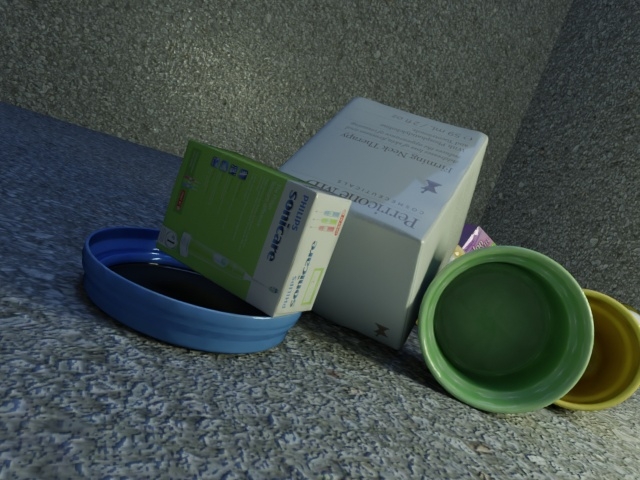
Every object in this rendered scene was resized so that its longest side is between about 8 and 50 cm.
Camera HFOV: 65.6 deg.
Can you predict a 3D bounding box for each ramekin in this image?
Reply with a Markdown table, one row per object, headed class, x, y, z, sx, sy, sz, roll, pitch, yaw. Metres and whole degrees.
| class | x | y | z | sx | sy | sz | roll | pitch | yaw |
| --- | --- | --- | --- | --- | --- | --- | --- | --- | --- |
| ramekin | 0.340 | 0.161 | 0.960 | 0.303 | 0.303 | 0.148 | 22 | 3 | 10 |

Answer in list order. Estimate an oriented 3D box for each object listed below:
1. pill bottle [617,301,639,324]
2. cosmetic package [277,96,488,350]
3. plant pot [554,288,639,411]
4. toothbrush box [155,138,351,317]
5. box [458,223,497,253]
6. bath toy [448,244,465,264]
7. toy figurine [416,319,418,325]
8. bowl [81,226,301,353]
| class | x | y | z | sx | sy | sz | roll | pitch | yaw |
| --- | --- | --- | --- | --- | --- | --- | --- | --- | --- |
| pill bottle | 1.071 | 0.329 | 1.782 | 0.188 | 0.188 | 0.334 | 25 | 12 | 26 |
| cosmetic package | 0.123 | -0.052 | 1.089 | 0.329 | 0.327 | 0.394 | 22 | 48 | 20 |
| plant pot | 0.574 | 0.252 | 1.132 | 0.254 | 0.254 | 0.239 | 25 | -5 | 26 |
| toothbrush box | -0.121 | -0.027 | 0.850 | 0.283 | 0.206 | 0.122 | 25 | 10 | 29 |
| box | 0.519 | 0.053 | 1.736 | 0.243 | 0.117 | 0.213 | 41 | -7 | -23 |
| bath toy | 0.442 | 0.124 | 1.571 | 0.348 | 0.151 | 0.129 | 40 | -6 | -17 |
| toy figurine | 0.323 | 0.130 | 1.420 | 0.362 | 0.191 | 0.217 | 15 | 6 | -32 |
| bowl | -0.223 | 0.080 | 0.891 | 0.391 | 0.077 | 0.391 | 20 | 10 | -4 |
